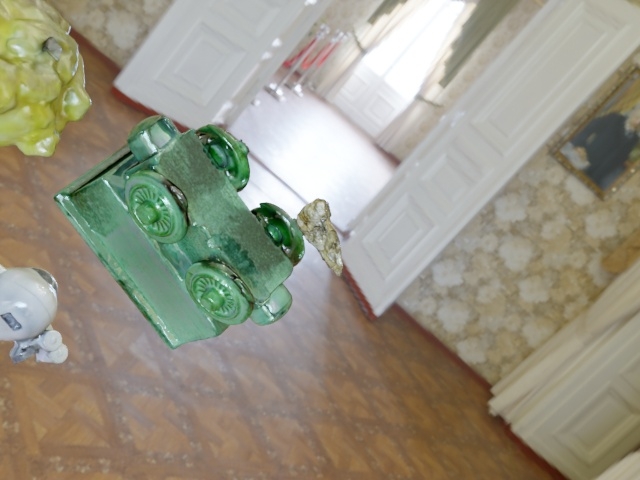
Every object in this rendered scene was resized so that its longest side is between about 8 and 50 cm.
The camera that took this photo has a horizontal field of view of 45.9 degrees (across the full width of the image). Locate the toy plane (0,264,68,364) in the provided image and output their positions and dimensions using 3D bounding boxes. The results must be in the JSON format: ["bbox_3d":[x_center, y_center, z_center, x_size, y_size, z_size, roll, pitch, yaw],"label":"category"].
[{"bbox_3d":[-0.463,0.086,1.102,0.252,0.252,0.118,41,56,-1],"label":"toy plane"}]

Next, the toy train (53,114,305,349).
[{"bbox_3d":[-0.146,-0.009,0.855,0.266,0.202,0.145,57,47,-16],"label":"toy train"}]

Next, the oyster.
[{"bbox_3d":[0.000,0.000,0.746,0.081,0.038,0.083,-139,-145,-86],"label":"oyster"}]

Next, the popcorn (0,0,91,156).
[{"bbox_3d":[-0.271,-0.135,0.602,0.174,0.142,0.173,29,18,-11],"label":"popcorn"}]
